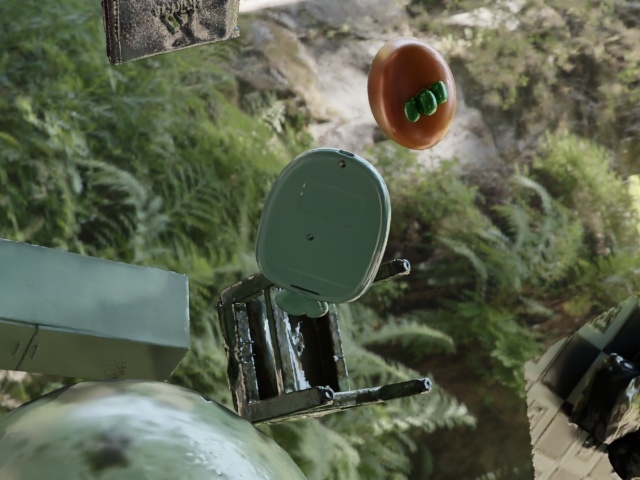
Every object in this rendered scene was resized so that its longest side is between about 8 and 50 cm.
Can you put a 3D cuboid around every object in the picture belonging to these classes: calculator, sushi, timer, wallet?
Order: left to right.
[{"bbox_3d":[-0.169,-0.264,1.045,0.030,0.166,0.111,58,-27,32],"label":"wallet"},{"bbox_3d":[0.000,0.000,0.672,0.021,0.095,0.153,-68,176,-58],"label":"calculator"},{"bbox_3d":[0.111,-0.167,1.046,0.136,0.099,0.136,62,-11,22],"label":"timer"},{"bbox_3d":[0.272,0.132,0.724,0.047,0.231,0.219,39,-29,49],"label":"sushi"}]

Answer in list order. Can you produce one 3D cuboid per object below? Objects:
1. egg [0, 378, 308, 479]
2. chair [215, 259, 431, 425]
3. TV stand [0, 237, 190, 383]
[{"bbox_3d":[-0.117,0.266,0.487,0.288,0.288,0.379,-175,-90,-67],"label":"egg"},{"bbox_3d":[-0.037,0.112,0.907,0.270,0.147,0.136,-23,-109,49],"label":"chair"},{"bbox_3d":[-0.255,0.061,0.800,0.082,0.270,0.088,-53,-146,42],"label":"TV stand"}]
